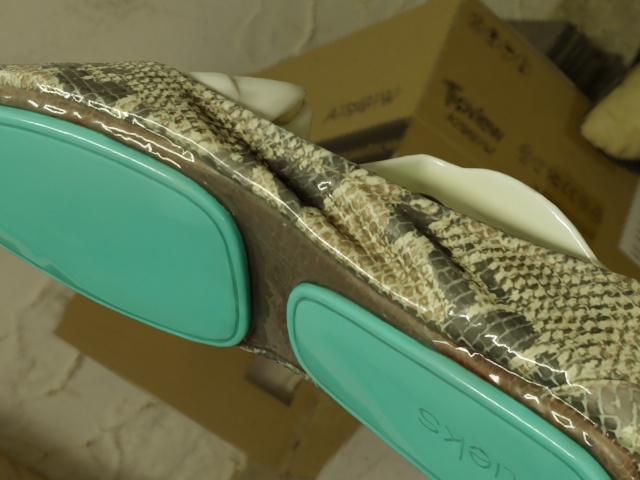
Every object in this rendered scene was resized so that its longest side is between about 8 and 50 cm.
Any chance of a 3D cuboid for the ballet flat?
[{"bbox_3d":[0.000,0.000,0.658,0.483,0.164,0.182,26,50,22],"label":"ballet flat"}]
